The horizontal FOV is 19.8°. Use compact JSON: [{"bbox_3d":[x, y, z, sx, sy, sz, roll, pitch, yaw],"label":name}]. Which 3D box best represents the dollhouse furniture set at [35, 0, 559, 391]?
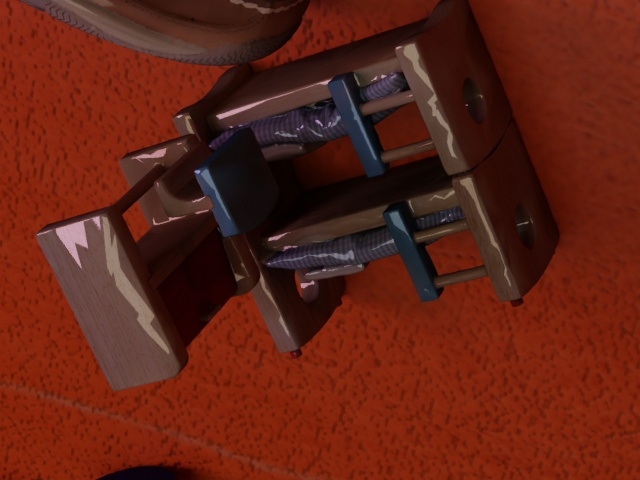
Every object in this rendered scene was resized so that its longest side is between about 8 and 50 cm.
[{"bbox_3d":[0.000,0.000,0.779,0.129,0.183,0.129,-15,109,30],"label":"dollhouse furniture set"}]

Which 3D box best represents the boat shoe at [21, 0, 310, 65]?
[{"bbox_3d":[-0.131,-0.200,0.776,0.324,0.123,0.116,38,123,0],"label":"boat shoe"}]

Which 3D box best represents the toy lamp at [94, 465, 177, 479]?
[{"bbox_3d":[-0.074,0.261,1.017,0.080,0.080,0.274,-8,111,28],"label":"toy lamp"}]
